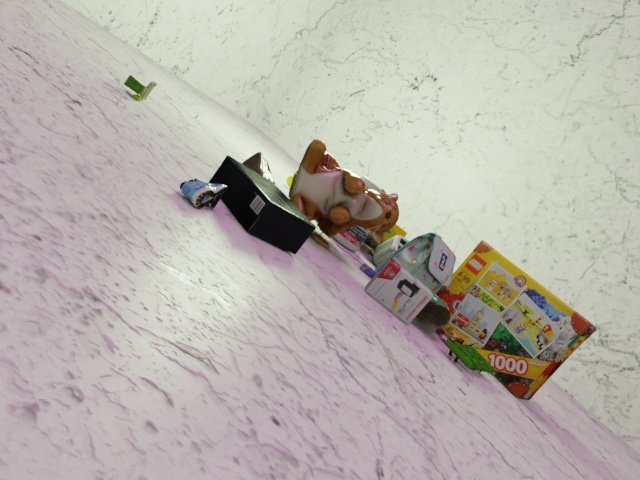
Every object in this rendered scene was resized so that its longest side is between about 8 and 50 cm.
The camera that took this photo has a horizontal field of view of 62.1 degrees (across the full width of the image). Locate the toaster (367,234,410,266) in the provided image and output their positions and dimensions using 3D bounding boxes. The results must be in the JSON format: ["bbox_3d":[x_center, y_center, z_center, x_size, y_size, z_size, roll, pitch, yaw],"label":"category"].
[{"bbox_3d":[0.330,0.072,2.270,0.227,0.146,0.129,37,49,-13],"label":"toaster"}]

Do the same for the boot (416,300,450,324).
[{"bbox_3d":[0.342,0.232,1.853,0.236,0.089,0.269,29,-1,13],"label":"boot"}]

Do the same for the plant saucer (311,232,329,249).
[{"bbox_3d":[0.000,0.000,1.848,0.083,0.013,0.083,37,8,-6],"label":"plant saucer"}]

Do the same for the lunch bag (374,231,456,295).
[{"bbox_3d":[0.375,0.103,1.974,0.223,0.262,0.160,37,13,-47],"label":"lunch bag"}]

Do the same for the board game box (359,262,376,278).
[{"bbox_3d":[0.190,0.122,1.979,0.090,0.020,0.090,41,8,8],"label":"board game box"}]

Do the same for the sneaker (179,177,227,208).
[{"bbox_3d":[-0.269,-0.119,1.221,0.073,0.063,0.162,36,9,6],"label":"sneaker"}]

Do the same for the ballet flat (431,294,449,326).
[{"bbox_3d":[0.408,0.233,2.114,0.106,0.108,0.316,57,0,-40],"label":"ballet flat"}]

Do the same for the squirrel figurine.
[{"bbox_3d":[0.082,-0.140,1.866,0.370,0.281,0.397,16,-4,-11],"label":"squirrel figurine"}]

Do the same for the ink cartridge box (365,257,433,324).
[{"bbox_3d":[0.248,0.159,1.676,0.175,0.127,0.072,38,10,-2],"label":"ink cartridge box"}]

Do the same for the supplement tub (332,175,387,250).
[{"bbox_3d":[0.158,-0.110,2.185,0.191,0.272,0.191,37,9,-7],"label":"supplement tub"}]

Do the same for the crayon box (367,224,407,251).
[{"bbox_3d":[0.208,-0.080,2.503,0.313,0.106,0.363,39,-7,-5],"label":"crayon box"}]

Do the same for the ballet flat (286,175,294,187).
[{"bbox_3d":[-0.065,-0.219,2.505,0.231,0.077,0.077,38,25,-18],"label":"ballet flat"}]

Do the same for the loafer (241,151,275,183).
[{"bbox_3d":[-0.210,-0.208,1.795,0.092,0.102,0.268,53,14,-34],"label":"loafer"}]

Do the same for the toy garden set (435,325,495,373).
[{"bbox_3d":[0.456,0.363,1.768,0.244,0.049,0.204,26,17,-52],"label":"toy garden set"}]

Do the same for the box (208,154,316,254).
[{"bbox_3d":[-0.158,-0.096,1.418,0.184,0.103,0.261,25,16,-45],"label":"box"}]

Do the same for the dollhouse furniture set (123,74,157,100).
[{"bbox_3d":[-0.608,-0.516,1.784,0.058,0.076,0.151,37,10,-13],"label":"dollhouse furniture set"}]

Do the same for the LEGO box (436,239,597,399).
[{"bbox_3d":[0.721,0.303,2.067,0.500,0.372,0.193,45,11,37],"label":"LEGO box"}]
